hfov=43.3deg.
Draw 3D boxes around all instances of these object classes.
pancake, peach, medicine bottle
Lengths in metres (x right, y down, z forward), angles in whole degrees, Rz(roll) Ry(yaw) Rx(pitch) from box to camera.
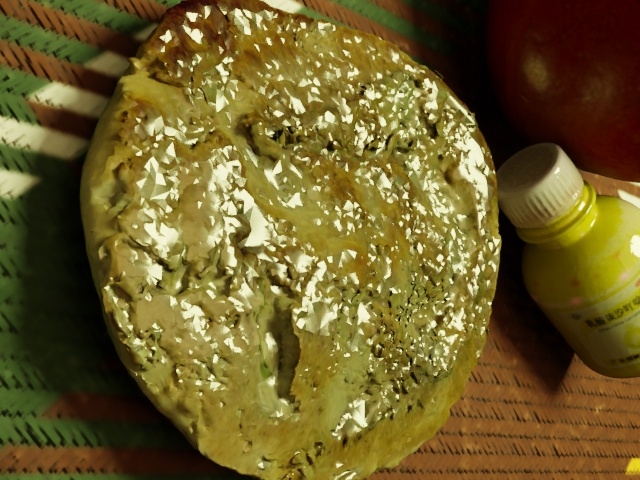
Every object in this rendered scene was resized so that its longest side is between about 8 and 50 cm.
[{"bbox_3d":[0.001,0.000,0.548,0.356,0.065,0.356,12,72,-41],"label":"pancake"},{"bbox_3d":[0.263,-0.195,0.678,0.248,0.245,0.274,-93,-178,-59],"label":"peach"},{"bbox_3d":[0.232,0.013,0.701,0.212,0.122,0.122,47,56,-24],"label":"medicine bottle"}]
